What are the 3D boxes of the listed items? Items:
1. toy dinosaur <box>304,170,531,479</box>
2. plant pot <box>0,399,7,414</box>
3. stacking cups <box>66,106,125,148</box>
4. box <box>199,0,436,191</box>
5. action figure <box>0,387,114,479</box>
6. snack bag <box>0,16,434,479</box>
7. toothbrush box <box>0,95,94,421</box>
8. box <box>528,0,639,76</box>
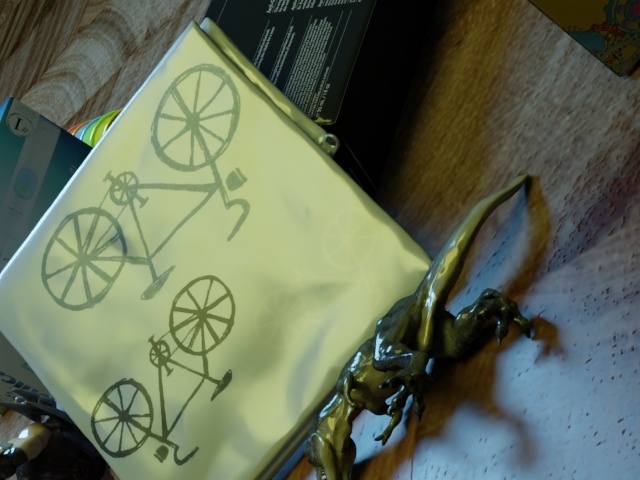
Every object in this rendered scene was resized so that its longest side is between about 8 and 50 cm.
[{"bbox_3d":[0.071,0.063,0.850,0.268,0.064,0.118,-54,18,-1],"label":"toy dinosaur"},{"bbox_3d":[-0.398,0.145,1.569,0.081,0.083,0.081,-43,27,27],"label":"plant pot"},{"bbox_3d":[-0.285,-0.126,1.675,0.096,0.096,0.316,-61,25,-10],"label":"stacking cups"},{"bbox_3d":[-0.013,-0.172,1.157,0.184,0.103,0.261,1,56,29],"label":"box"},{"bbox_3d":[-0.241,0.245,1.074,0.099,0.185,0.285,-17,52,36],"label":"action figure"},{"bbox_3d":[-0.094,0.035,1.024,0.323,0.037,0.342,-51,60,10],"label":"snack bag"},{"bbox_3d":[-0.318,0.021,1.415,0.126,0.216,0.295,-37,30,37],"label":"toothbrush box"},{"bbox_3d":[0.180,-0.319,0.844,0.290,0.279,0.177,-48,26,17],"label":"box"}]
